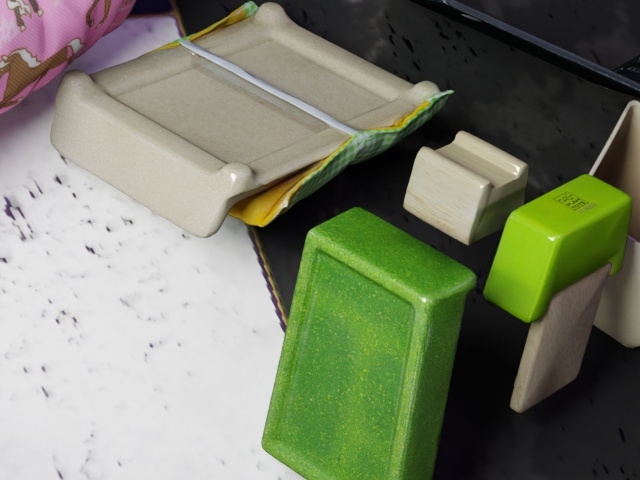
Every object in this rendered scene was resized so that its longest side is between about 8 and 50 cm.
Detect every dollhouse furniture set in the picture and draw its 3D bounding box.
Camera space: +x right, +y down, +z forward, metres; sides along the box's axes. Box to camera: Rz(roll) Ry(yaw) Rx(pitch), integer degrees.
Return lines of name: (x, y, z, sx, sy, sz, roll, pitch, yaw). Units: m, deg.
dollhouse furniture set: (0.000, 0.000, 1.105, 0.301, 0.151, 0.197, 31, 38, 31)

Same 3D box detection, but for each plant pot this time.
plant pot: (0.198, 0.001, 1.160, 0.109, 0.096, 0.109, 34, 49, 1)

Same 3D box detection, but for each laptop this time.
laptop: (0.204, -0.160, 1.162, 0.264, 0.234, 0.137, -30, 100, 1)

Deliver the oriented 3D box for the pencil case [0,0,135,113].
pencil case: (-0.264, -0.096, 0.999, 0.167, 0.160, 0.386, 44, 55, 8)
